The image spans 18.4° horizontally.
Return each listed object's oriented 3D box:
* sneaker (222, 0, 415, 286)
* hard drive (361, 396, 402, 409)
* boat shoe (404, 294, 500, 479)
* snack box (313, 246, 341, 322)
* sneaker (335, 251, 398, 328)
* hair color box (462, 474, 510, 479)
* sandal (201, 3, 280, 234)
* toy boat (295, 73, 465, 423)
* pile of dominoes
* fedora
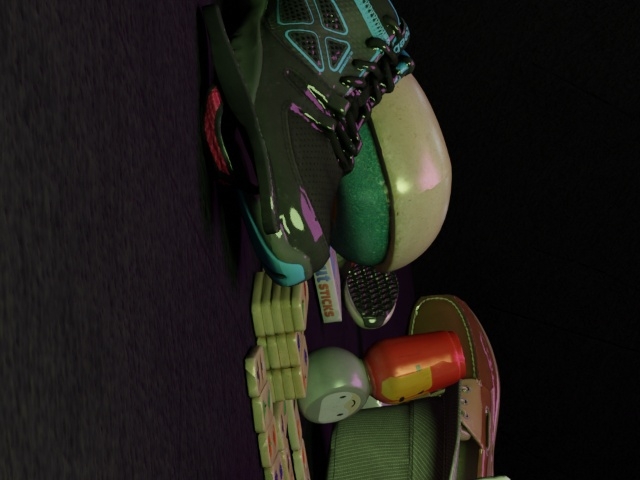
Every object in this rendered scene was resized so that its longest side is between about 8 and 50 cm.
[{"bbox_3d":[-0.001,-0.124,1.459,0.125,0.139,0.341,79,9,-58],"label":"sneaker"},{"bbox_3d":[0.070,0.285,2.263,0.353,0.047,0.233,36,49,-82],"label":"hard drive"},{"bbox_3d":[0.159,0.224,2.391,0.120,0.122,0.324,46,38,-76],"label":"boat shoe"},{"bbox_3d":[0.000,0.000,1.945,0.178,0.022,0.064,79,7,-46],"label":"snack box"},{"bbox_3d":[0.040,0.051,2.061,0.161,0.057,0.075,-107,-157,-49],"label":"sneaker"},{"bbox_3d":[0.037,0.318,1.156,0.110,0.185,0.339,73,13,-65],"label":"hair color box"},{"bbox_3d":[-0.063,-0.077,1.335,0.067,0.040,0.179,85,-13,-64],"label":"sandal"},{"bbox_3d":[0.026,-0.006,1.633,0.267,0.148,0.318,-137,-145,-73],"label":"toy boat"},{"bbox_3d":[-0.016,0.148,1.536,0.196,0.040,0.251,-86,168,-62],"label":"pile of dominoes"},{"bbox_3d":[0.063,0.243,1.814,0.244,0.124,0.275,-83,174,-58],"label":"fedora"}]
